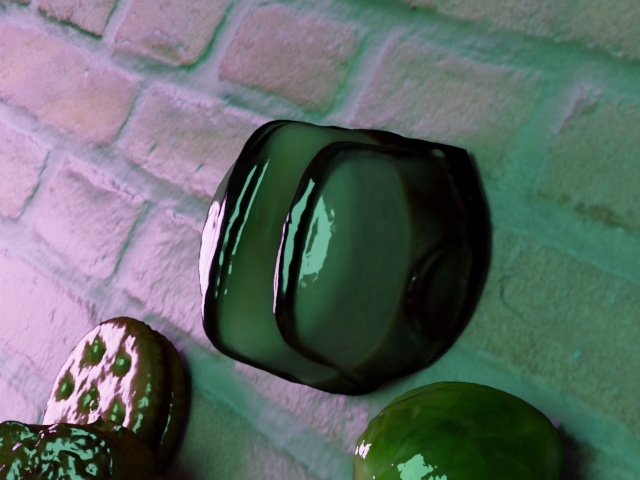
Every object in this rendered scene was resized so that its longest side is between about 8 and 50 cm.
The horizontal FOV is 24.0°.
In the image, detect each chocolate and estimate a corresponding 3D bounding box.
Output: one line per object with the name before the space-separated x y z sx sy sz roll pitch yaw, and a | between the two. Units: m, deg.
chocolate | 0.000 0.000 1.424 0.283 0.186 0.284 -27 50 37

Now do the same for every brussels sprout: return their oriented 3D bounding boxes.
brussels sprout | 0.105 0.189 1.225 0.180 0.144 0.162 -20 39 40

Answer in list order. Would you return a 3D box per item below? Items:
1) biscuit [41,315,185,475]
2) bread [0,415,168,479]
biscuit | -0.234 0.193 1.685 0.220 0.066 0.220 -28 48 37
bread | -0.247 0.289 1.531 0.246 0.135 0.232 34 112 23
